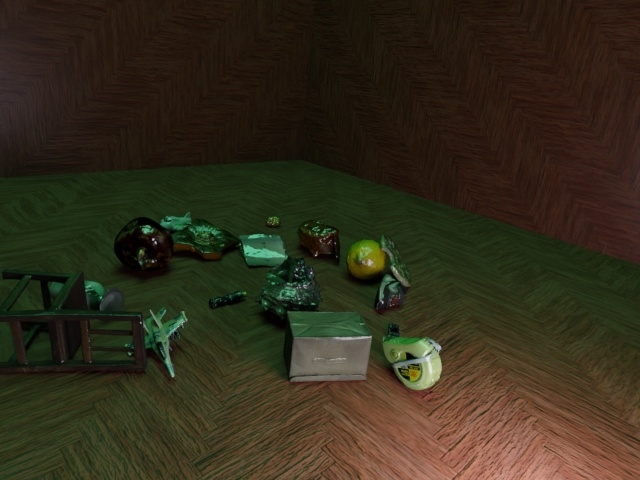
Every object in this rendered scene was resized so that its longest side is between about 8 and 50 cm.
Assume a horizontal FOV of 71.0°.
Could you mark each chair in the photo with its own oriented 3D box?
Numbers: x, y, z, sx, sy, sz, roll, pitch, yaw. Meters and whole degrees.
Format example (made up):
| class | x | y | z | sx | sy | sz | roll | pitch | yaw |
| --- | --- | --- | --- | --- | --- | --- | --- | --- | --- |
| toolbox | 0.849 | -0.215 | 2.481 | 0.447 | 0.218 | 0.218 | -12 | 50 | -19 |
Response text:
| class | x | y | z | sx | sy | sz | roll | pitch | yaw |
| --- | --- | --- | --- | --- | --- | --- | --- | --- | --- |
| chair | -0.688 | 0.219 | 1.251 | 0.415 | 0.203 | 0.241 | 2 | 22 | -11 |

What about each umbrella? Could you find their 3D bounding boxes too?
| class | x | y | z | sx | sy | sz | roll | pitch | yaw |
| --- | --- | --- | --- | --- | --- | --- | --- | --- | --- |
| umbrella | -0.333 | 0.211 | 1.622 | 0.143 | 0.037 | 0.040 | -13 | 14 | -36 |

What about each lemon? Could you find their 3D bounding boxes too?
| class | x | y | z | sx | sy | sz | roll | pitch | yaw |
| --- | --- | --- | --- | --- | --- | --- | --- | --- | --- |
| lemon | 0.197 | 0.082 | 1.951 | 0.180 | 0.181 | 0.193 | 4 | 25 | -7 |

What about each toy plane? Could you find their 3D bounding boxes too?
| class | x | y | z | sx | sy | sz | roll | pitch | yaw |
| --- | --- | --- | --- | --- | --- | --- | --- | --- | --- |
| toy plane | -0.455 | 0.301 | 1.283 | 0.192 | 0.088 | 0.262 | -30 | 53 | -14 |
| toy plane | -0.723 | -0.088 | 2.244 | 0.173 | 0.080 | 0.174 | 5 | 22 | -2 |

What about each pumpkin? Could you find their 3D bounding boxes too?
| class | x | y | z | sx | sy | sz | roll | pitch | yaw |
| --- | --- | --- | --- | --- | --- | --- | --- | --- | --- |
| pumpkin | -0.538 | 0.006 | 2.029 | 0.258 | 0.095 | 0.290 | 24 | 33 | 10 |

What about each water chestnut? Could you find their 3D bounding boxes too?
| class | x | y | z | sx | sy | sz | roll | pitch | yaw |
| --- | --- | --- | --- | --- | --- | --- | --- | --- | --- |
| water chestnut | -0.690 | 0.025 | 1.759 | 0.223 | 0.224 | 0.238 | 6 | 36 | -3 |

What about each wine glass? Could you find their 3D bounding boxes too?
| class | x | y | z | sx | sy | sz | roll | pitch | yaw |
| --- | --- | --- | --- | --- | --- | --- | --- | --- | --- |
| wine glass | -0.771 | 0.181 | 1.473 | 0.230 | 0.103 | 0.103 | 10 | 20 | 18 |

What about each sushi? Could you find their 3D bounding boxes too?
| class | x | y | z | sx | sy | sz | roll | pitch | yaw |
| --- | --- | --- | --- | --- | --- | --- | --- | --- | --- |
| sushi | -0.001 | -0.002 | 2.163 | 0.296 | 0.179 | 0.167 | 16 | 39 | 30 |

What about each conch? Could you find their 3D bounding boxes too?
| class | x | y | z | sx | sy | sz | roll | pitch | yaw |
| --- | --- | --- | --- | --- | --- | --- | --- | --- | --- |
| conch | -0.115 | 0.188 | 1.601 | 0.240 | 0.186 | 0.313 | -3 | 41 | -8 |

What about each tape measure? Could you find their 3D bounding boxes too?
| class | x | y | z | sx | sy | sz | roll | pitch | yaw |
| --- | --- | --- | --- | --- | --- | --- | --- | --- | --- |
| tape measure | 0.273 | 0.347 | 1.286 | 0.087 | 0.154 | 0.177 | -6 | -6 | -39 |

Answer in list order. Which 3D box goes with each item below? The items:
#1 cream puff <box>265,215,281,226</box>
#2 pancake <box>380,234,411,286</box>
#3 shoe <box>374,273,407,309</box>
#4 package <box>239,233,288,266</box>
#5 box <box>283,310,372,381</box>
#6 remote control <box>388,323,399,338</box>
| class | x | y | z | sx | sy | sz | roll | pitch | yaw |
| --- | --- | --- | --- | --- | --- | --- | --- | --- | --- |
| cream puff | -0.259 | -0.107 | 2.473 | 0.083 | 0.058 | 0.083 | 13 | 19 | 22 |
| pancake | 0.326 | 0.091 | 1.942 | 0.037 | 0.254 | 0.254 | -28 | 12 | 18 |
| shoe | 0.279 | 0.209 | 1.754 | 0.112 | 0.099 | 0.227 | 18 | 21 | 9 |
| package | -0.258 | 0.052 | 2.063 | 0.203 | 0.062 | 0.251 | -1 | 35 | -20 |
| box | 0.016 | 0.308 | 1.311 | 0.231 | 0.149 | 0.155 | 2 | 20 | -11 |
| remote control | 0.254 | 0.317 | 1.558 | 0.039 | 0.014 | 0.096 | 9 | 19 | 6 |
